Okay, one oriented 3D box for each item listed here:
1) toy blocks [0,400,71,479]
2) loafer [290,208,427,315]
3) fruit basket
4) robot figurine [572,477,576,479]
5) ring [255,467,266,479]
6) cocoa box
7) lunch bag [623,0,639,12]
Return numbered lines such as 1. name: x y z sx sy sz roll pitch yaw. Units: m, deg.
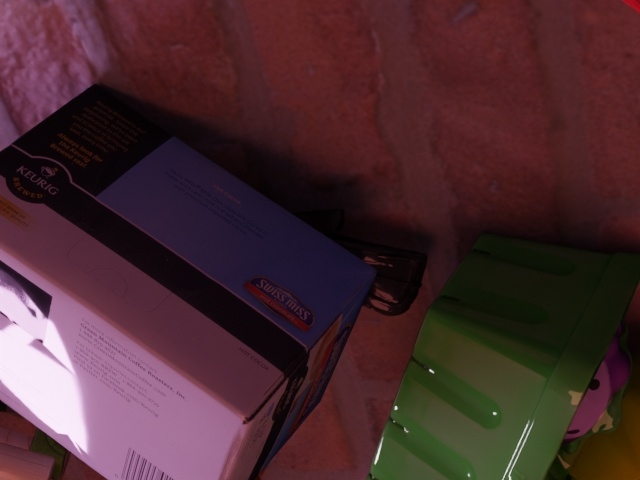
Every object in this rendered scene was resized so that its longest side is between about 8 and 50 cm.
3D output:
1. toy blocks: -0.407 0.198 1.540 0.260 0.288 0.309 16 141 -4
2. loafer: 0.000 0.000 1.378 0.223 0.076 0.078 24 98 4
3. fruit basket: 0.262 0.203 1.357 0.392 0.283 0.392 13 122 21
4. robot figurine: 0.279 0.303 1.601 0.115 0.067 0.101 -3 106 19
5. ring: -0.191 0.340 1.627 0.032 0.337 0.336 51 142 23
6. cocoa box: -0.166 0.064 1.301 0.347 0.228 0.231 34 138 12
7. lunch bag: 0.300 -0.201 0.941 0.293 0.258 0.120 33 134 -17
